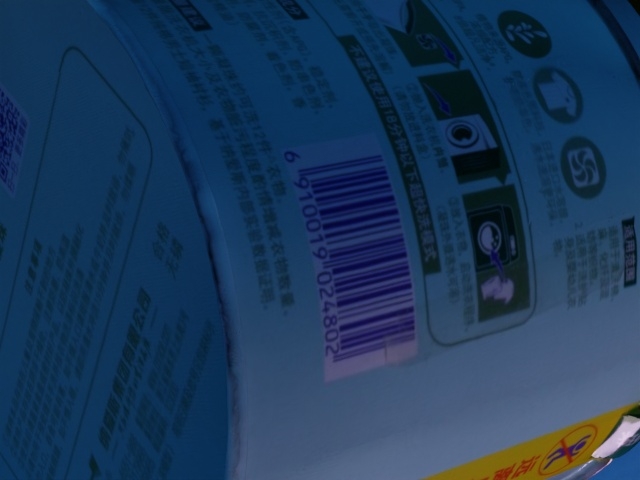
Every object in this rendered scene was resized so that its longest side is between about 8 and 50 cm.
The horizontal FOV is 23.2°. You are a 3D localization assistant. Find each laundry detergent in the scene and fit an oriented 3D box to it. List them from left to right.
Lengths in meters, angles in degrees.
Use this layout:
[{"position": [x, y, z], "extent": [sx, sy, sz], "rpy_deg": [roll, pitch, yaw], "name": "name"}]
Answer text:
[{"position": [0.000, 0.000, 0.702], "extent": [0.305, 0.287, 0.287], "rpy_deg": [-12, 172, -38], "name": "laundry detergent"}]

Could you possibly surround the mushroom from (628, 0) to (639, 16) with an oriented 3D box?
[{"position": [0.221, -0.094, 0.923], "extent": [0.263, 0.195, 0.283], "rpy_deg": [-7, 155, -18], "name": "mushroom"}]
